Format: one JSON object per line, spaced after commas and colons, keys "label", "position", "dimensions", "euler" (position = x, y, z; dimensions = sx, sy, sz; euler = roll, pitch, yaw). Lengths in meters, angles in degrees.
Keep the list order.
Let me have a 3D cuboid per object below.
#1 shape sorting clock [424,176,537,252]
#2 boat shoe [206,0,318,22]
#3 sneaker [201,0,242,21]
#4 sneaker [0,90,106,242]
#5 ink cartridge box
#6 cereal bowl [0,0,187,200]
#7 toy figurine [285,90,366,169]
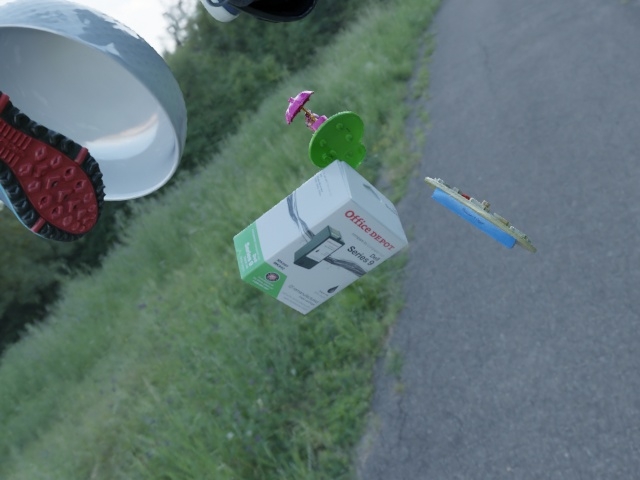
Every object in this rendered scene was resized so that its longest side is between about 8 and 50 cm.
{"label": "shape sorting clock", "position": [0.252, -0.043, 1.078], "dimensions": [0.040, 0.206, 0.206], "euler": [-57, 8, 10]}
{"label": "boat shoe", "position": [-0.128, -0.430, 0.956], "dimensions": [0.187, 0.156, 0.500], "euler": [-51, -15, 13]}
{"label": "sneaker", "position": [-0.236, -0.617, 1.352], "dimensions": [0.148, 0.350, 0.131], "euler": [-26, 32, 24]}
{"label": "sneaker", "position": [-0.337, -0.100, 0.722], "dimensions": [0.125, 0.262, 0.104], "euler": [23, 69, 41]}
{"label": "ink cartridge box", "position": [0.000, 0.000, 1.405], "dimensions": [0.289, 0.211, 0.122], "euler": [-36, 45, 21]}
{"label": "cereal bowl", "position": [-0.357, -0.219, 1.024], "dimensions": [0.339, 0.339, 0.141], "euler": [-19, 43, 32]}
{"label": "toy figurine", "position": [0.001, -0.235, 1.398], "dimensions": [0.130, 0.173, 0.159], "euler": [-45, 56, 6]}
